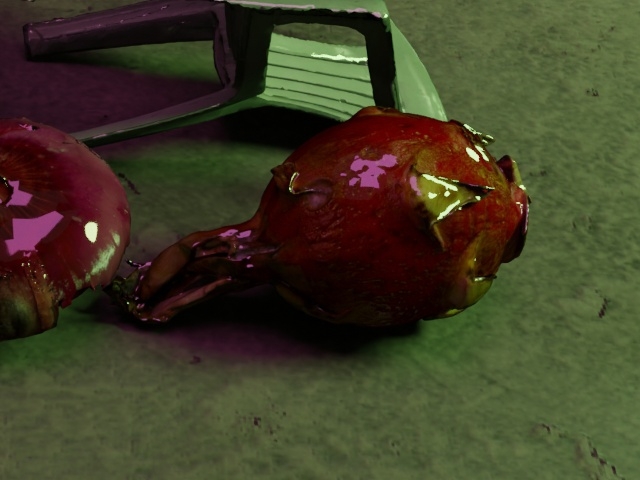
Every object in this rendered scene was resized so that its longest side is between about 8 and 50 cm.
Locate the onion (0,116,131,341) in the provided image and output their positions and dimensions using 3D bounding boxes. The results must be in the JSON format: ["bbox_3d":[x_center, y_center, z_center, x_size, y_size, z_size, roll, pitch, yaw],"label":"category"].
[{"bbox_3d":[-0.181,-0.026,1.016,0.150,0.140,0.150,-5,42,5],"label":"onion"}]

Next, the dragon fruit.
[{"bbox_3d":[0.000,0.000,1.070,0.246,0.125,0.125,-13,54,-6],"label":"dragon fruit"}]

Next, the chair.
[{"bbox_3d":[-0.050,-0.140,1.194,0.274,0.191,0.203,-3,39,-6],"label":"chair"}]
